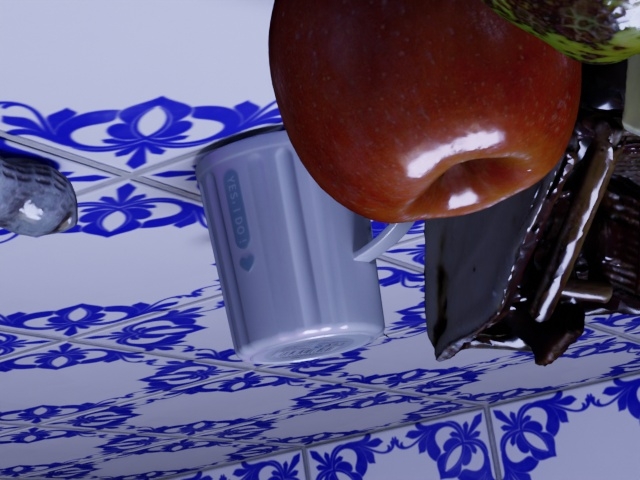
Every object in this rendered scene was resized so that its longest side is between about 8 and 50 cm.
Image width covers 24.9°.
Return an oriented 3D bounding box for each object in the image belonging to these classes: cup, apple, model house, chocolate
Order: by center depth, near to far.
[{"bbox_3d":[0.072,-0.125,1.000,0.218,0.201,0.218,-14,161,-5],"label":"apple"},{"bbox_3d":[0.266,-0.052,1.223,0.283,0.317,0.297,2,174,-22],"label":"model house"},{"bbox_3d":[-0.289,-0.043,1.329,0.072,0.072,0.167,-19,161,33],"label":"chocolate"},{"bbox_3d":[-0.015,0.002,1.393,0.167,0.202,0.221,-4,165,-26],"label":"cup"}]

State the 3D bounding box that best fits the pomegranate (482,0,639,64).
[{"bbox_3d":[0.178,-0.207,0.732,0.222,0.204,0.276,-22,173,-22],"label":"pomegranate"}]

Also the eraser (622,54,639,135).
[{"bbox_3d":[0.282,-0.159,1.036,0.117,0.172,0.058,-4,-163,-18],"label":"eraser"}]
